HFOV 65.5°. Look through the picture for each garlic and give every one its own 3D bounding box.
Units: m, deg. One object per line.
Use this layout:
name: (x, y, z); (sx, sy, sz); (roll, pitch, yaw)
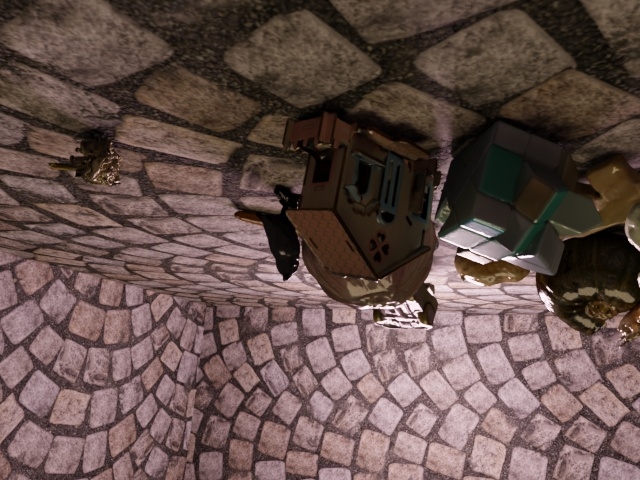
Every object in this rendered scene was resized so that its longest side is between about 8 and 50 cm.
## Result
garlic: (0.119, 0.046, 1.199); (0.318, 0.259, 0.317); (-12, 148, -8)

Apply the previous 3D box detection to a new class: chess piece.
chess piece: (0.505, -0.062, 0.974); (0.138, 0.137, 0.301); (10, 163, -20)

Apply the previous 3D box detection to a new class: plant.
plant: (-0.445, -0.140, 0.949); (0.122, 0.104, 0.116); (-13, 168, -13)

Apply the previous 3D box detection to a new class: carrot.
carrot: (-0.117, -0.048, 1.374); (0.248, 0.043, 0.043); (12, 164, -19)

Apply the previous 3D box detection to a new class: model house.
model house: (0.078, -0.053, 0.872); (0.326, 0.244, 0.169); (18, 172, -43)

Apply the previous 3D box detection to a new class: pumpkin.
pumpkin: (0.723, 0.086, 1.357); (0.232, 0.242, 0.324); (32, 141, 8)

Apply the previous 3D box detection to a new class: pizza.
pizza: (0.945, 0.073, 1.209); (0.392, 0.080, 0.434); (-17, 149, -31)

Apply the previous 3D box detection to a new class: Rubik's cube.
Rubik's cube: (0.334, -0.067, 0.835); (0.213, 0.224, 0.265); (21, 166, -4)

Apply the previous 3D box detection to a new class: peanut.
peanut: (0.512, 0.073, 1.493); (0.225, 0.129, 0.129); (-9, 161, 34)

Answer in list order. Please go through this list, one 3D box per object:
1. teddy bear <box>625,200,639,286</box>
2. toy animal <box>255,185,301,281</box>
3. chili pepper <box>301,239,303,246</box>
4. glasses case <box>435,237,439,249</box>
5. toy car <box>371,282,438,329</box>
teddy bear: (0.714, -0.008, 0.672); (0.327, 0.376, 0.362); (55, 180, -30)
toy animal: (-0.101, -0.011, 1.166); (0.117, 0.209, 0.121); (7, 165, -5)
chili pepper: (0.000, 0.000, 1.491); (0.071, 0.063, 0.272); (26, 160, -26)
glasses case: (0.252, 0.025, 1.496); (0.087, 0.065, 0.248); (13, 164, -23)
toy car: (0.293, 0.172, 1.851); (0.242, 0.226, 0.336); (-5, 137, 32)
